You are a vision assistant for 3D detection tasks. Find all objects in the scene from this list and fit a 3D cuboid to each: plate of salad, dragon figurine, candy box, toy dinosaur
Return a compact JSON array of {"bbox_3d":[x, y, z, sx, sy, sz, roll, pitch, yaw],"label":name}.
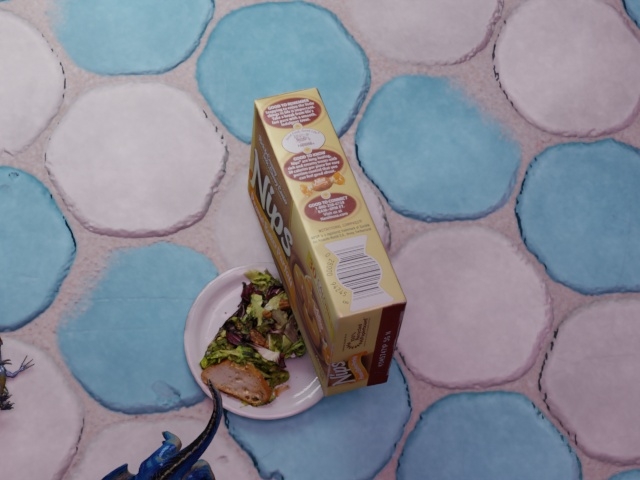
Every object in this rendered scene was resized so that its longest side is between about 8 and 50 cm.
[{"bbox_3d":[-0.066,0.118,1.712,0.200,0.048,0.199,2,70,-7],"label":"plate of salad"},{"bbox_3d":[-0.196,0.283,1.555,0.085,0.289,0.144,46,33,7],"label":"dragon figurine"},{"bbox_3d":[0.000,0.000,1.652,0.088,0.183,0.316,-12,58,-14],"label":"candy box"},{"bbox_3d":[-0.384,0.157,1.658,0.090,0.047,0.082,-28,58,-6],"label":"toy dinosaur"}]
